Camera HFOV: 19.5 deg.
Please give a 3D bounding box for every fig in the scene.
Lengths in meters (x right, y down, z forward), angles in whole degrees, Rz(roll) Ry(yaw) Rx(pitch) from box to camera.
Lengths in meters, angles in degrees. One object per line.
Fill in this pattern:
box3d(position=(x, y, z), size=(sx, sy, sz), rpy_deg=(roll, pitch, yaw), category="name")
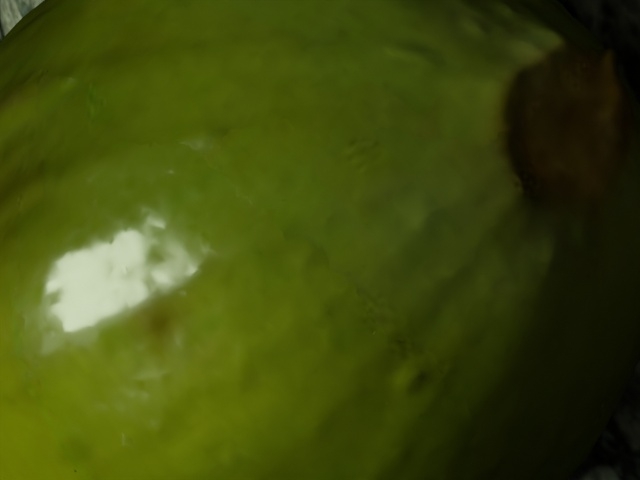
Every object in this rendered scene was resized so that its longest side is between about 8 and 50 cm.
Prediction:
box3d(position=(-0.007, 0.009, 0.830), size=(0.343, 0.343, 0.343), rpy_deg=(29, 127, 47), category="fig")
